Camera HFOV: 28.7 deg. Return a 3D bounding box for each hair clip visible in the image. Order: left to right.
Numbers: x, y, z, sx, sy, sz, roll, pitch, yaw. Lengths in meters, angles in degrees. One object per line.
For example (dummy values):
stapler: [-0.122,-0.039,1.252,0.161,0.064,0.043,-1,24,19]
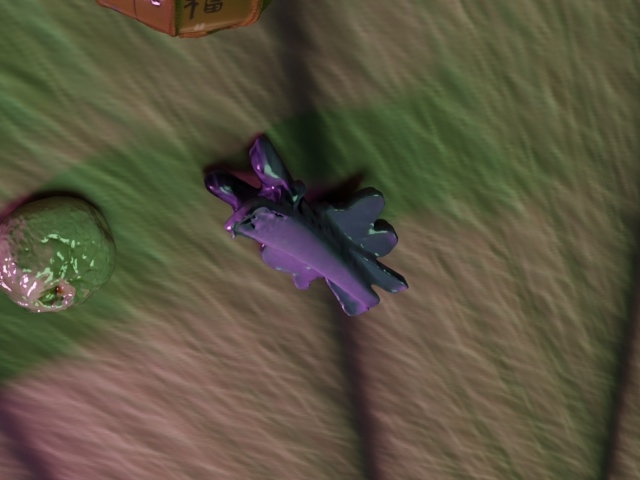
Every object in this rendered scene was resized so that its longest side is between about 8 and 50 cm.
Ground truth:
hair clip: [-0.007,-0.012,1.171,0.137,0.090,0.278,-34,148,14]

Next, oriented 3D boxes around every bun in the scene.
bun: [-0.229,0.018,1.081,0.115,0.069,0.115,-17,143,-14]

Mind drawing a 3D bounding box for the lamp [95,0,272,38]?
lamp: [-0.082,-0.231,0.783,0.161,0.161,0.185,-14,144,-15]
